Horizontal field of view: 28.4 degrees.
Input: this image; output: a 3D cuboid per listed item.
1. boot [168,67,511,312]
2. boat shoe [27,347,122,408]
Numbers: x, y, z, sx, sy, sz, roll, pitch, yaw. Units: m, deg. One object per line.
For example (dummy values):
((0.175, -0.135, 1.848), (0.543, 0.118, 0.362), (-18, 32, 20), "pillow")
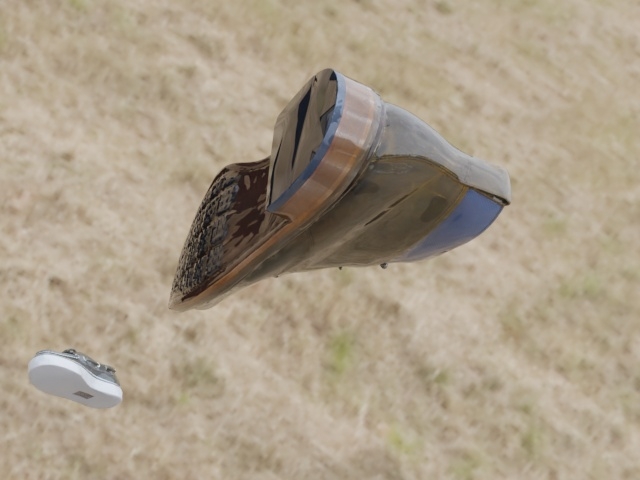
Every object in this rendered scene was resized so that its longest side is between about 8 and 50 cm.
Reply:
((0.000, 0.000, 0.651), (0.106, 0.219, 0.082), (20, 60, -21), "boot")
((-0.241, 0.129, 1.237), (0.142, 0.049, 0.040), (46, 29, -60), "boat shoe")
